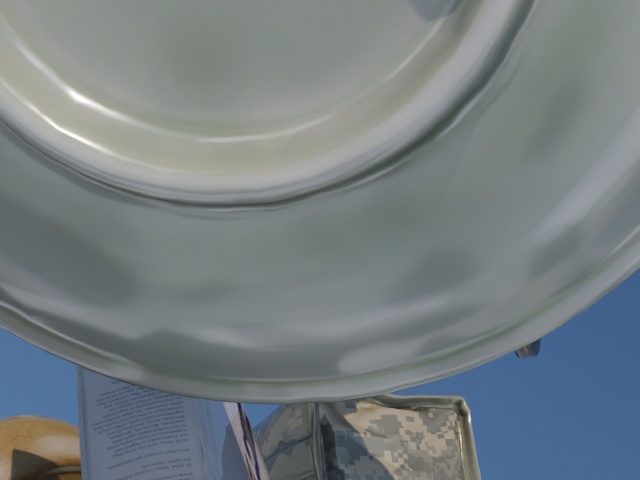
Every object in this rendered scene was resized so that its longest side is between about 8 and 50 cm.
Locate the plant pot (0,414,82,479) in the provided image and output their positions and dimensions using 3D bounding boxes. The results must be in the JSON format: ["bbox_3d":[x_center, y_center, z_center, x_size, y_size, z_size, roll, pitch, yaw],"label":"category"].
[{"bbox_3d":[-0.143,0.211,0.925,0.032,0.236,0.236,-5,-53,32],"label":"plant pot"}]

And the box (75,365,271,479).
[{"bbox_3d":[-0.040,0.176,0.823,0.058,0.232,0.322,-18,-59,1],"label":"box"}]

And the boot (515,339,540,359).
[{"bbox_3d":[0.000,0.000,1.086,0.091,0.229,0.263,64,3,-57],"label":"boot"}]

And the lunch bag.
[{"bbox_3d":[0.006,0.280,1.272,0.169,0.287,0.235,10,-33,-28],"label":"lunch bag"}]

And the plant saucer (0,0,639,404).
[{"bbox_3d":[-0.030,-0.124,0.577,0.400,0.100,0.401,2,-76,9],"label":"plant saucer"}]
